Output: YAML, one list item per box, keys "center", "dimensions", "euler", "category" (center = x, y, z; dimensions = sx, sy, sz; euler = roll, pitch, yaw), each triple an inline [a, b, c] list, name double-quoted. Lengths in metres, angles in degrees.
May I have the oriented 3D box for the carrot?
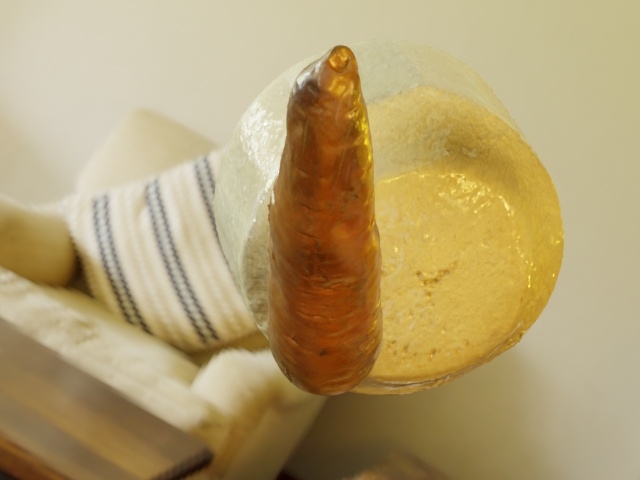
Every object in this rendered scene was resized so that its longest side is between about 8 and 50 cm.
- center: [0.000, 0.000, 0.526]
  dimensions: [0.047, 0.047, 0.191]
  euler: [32, -25, 19]
  category: "carrot"

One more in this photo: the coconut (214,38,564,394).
- center: [0.043, -0.025, 1.103]
  dimensions: [0.237, 0.237, 0.266]
  euler: [27, 12, -17]
  category: "coconut"
